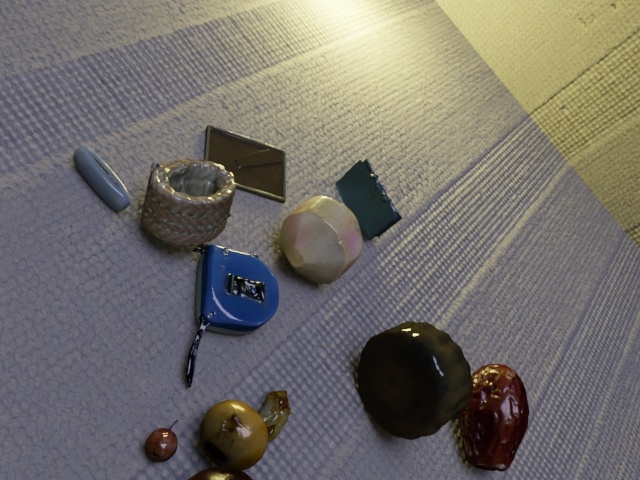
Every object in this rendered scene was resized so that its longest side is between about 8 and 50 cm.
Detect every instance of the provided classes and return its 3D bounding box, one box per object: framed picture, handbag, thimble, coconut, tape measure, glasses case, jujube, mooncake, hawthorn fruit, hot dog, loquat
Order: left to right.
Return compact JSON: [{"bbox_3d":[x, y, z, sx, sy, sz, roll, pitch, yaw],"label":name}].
[{"bbox_3d":[-0.520,-0.146,1.493,0.178,0.067,0.045,50,45,0],"label":"glasses case"},{"bbox_3d":[-0.321,0.406,1.298,0.066,0.067,0.103,34,38,-15],"label":"hawthorn fruit"},{"bbox_3d":[-0.315,-0.098,1.526,0.229,0.148,0.196,-13,49,-42],"label":"thimble"},{"bbox_3d":[-0.209,0.184,1.504,0.215,0.098,0.351,16,57,-28],"label":"tape measure"},{"bbox_3d":[-0.184,0.415,1.338,0.163,0.163,0.137,34,56,-15],"label":"loquat"},{"bbox_3d":[-0.212,-0.221,1.805,0.260,0.023,0.189,16,55,-29],"label":"framed picture"},{"bbox_3d":[-0.109,0.408,1.457,0.078,0.061,0.169,42,46,-9],"label":"hot dog"},{"bbox_3d":[0.000,0.000,1.707,0.236,0.197,0.237,23,51,-31],"label":"coconut"},{"bbox_3d":[0.147,-0.125,1.931,0.057,0.144,0.221,-14,71,-43],"label":"handbag"},{"bbox_3d":[0.244,0.349,1.606,0.161,0.290,0.290,-8,68,-45],"label":"mooncake"},{"bbox_3d":[0.490,0.497,1.775,0.197,0.197,0.290,23,66,-24],"label":"jujube"}]

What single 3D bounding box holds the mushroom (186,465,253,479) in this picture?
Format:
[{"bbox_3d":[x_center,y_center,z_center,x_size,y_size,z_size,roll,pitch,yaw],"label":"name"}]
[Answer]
[{"bbox_3d":[-0.221,0.574,1.197,0.278,0.163,0.297,43,47,-7],"label":"mushroom"}]
